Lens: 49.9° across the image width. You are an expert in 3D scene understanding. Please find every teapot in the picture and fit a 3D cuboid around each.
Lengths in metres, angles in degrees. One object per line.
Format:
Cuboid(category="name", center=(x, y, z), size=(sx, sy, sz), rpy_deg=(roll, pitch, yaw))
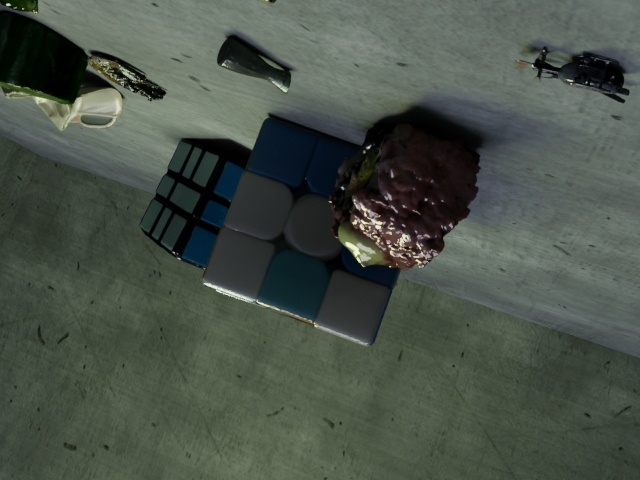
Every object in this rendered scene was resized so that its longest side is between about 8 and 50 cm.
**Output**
Cuboid(category="teapot", center=(-0.092, -0.249, 0.993), size=(0.110, 0.043, 0.042), rpy_deg=(21, 174, -30))

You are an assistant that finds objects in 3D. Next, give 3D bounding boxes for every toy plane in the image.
Cuboid(category="toy plane", center=(0.253, -0.165, 0.686), size=(0.120, 0.031, 0.049), rpy_deg=(17, -179, 7))

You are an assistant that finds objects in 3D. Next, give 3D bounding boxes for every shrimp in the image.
Cuboid(category="shrimp", center=(-0.373, -0.314, 1.336), size=(0.160, 0.034, 0.091), rpy_deg=(25, 171, -26))

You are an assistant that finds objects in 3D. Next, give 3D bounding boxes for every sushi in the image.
Cuboid(category="sushi", center=(0.116, -0.065, 1.064), size=(0.170, 0.237, 0.270), rpy_deg=(30, 175, -12))

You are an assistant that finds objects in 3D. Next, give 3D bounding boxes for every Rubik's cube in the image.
Cuboid(category="Rubik's cube", center=(-0.258, -0.068, 1.788), size=(0.288, 0.284, 0.293), rpy_deg=(25, 178, -34))
Cuboid(category="Rubik's cube", center=(0.000, 0.000, 1.409), size=(0.346, 0.347, 0.344), rpy_deg=(19, 174, 4))

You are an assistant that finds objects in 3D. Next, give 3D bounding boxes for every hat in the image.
Cuboid(category="hat", center=(-0.576, -0.344, 1.550), size=(0.225, 0.164, 0.219), rpy_deg=(-20, 168, 4))

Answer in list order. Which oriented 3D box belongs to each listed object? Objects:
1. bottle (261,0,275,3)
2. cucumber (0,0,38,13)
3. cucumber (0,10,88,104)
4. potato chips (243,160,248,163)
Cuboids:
Cuboid(category="bottle", center=(-0.167, -0.293, 0.685), size=(0.269, 0.083, 0.083), rpy_deg=(19, 173, 2))
Cuboid(category="cucumber", center=(-0.479, -0.384, 0.982), size=(0.069, 0.069, 0.227), rpy_deg=(18, 177, 18))
Cuboid(category="cucumber", center=(-0.551, -0.341, 1.315), size=(0.191, 0.130, 0.191), rpy_deg=(17, 180, 0))
Cuboid(category="potato chips", center=(-0.096, -0.169, 1.730), size=(0.209, 0.026, 0.142), rpy_deg=(13, 167, 37))
